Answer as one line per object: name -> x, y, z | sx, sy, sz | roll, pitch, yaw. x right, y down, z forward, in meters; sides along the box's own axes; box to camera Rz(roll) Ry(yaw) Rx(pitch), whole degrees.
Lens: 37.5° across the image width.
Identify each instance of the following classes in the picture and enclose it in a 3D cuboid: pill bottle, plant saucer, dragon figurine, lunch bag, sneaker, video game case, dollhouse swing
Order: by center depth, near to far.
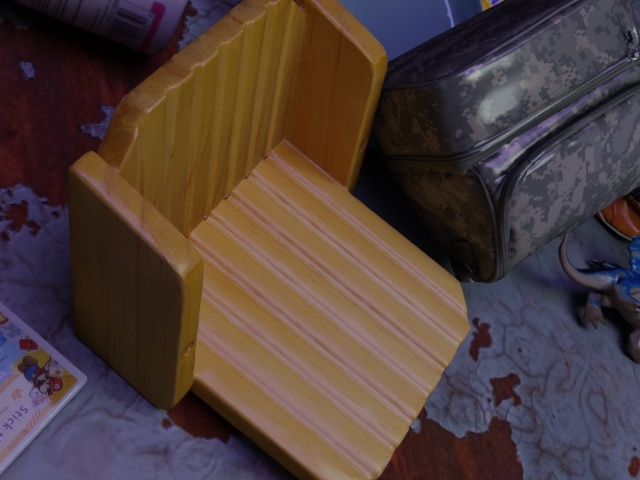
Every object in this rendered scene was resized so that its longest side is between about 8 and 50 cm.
video game case -> -0.340, 0.126, 0.764 | 0.206, 0.026, 0.227 | 42, 51, -3
dollhouse swing -> 0.000, 0.000, 0.872 | 0.305, 0.315, 0.347 | 30, 50, 13
pill bottle -> -0.269, -0.313, 0.956 | 0.283, 0.160, 0.160 | 20, 56, -19
lunch bag -> 0.230, -0.123, 1.052 | 0.305, 0.212, 0.256 | -32, 109, -21
plant saucer -> 0.062, -0.261, 1.138 | 0.317, 0.043, 0.318 | 4, 82, -27
dragon figurine -> 0.390, 0.052, 1.173 | 0.289, 0.085, 0.144 | 34, 51, -15
sneaker -> 0.392, -0.079, 1.260 | 0.064, 0.067, 0.175 | -18, 76, -37

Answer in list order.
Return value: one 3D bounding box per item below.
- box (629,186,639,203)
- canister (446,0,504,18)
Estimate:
box -> 0.475, -0.038, 1.160 | 0.036, 0.136, 0.225 | -42, 84, -20
canister -> 0.200, -0.347, 1.292 | 0.126, 0.073, 0.170 | 47, 51, -2
